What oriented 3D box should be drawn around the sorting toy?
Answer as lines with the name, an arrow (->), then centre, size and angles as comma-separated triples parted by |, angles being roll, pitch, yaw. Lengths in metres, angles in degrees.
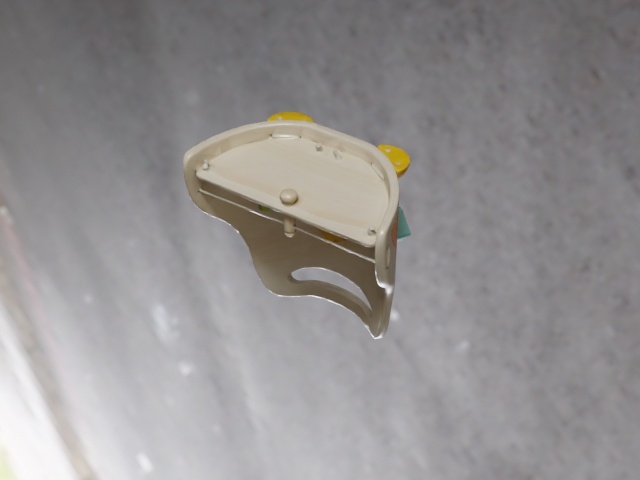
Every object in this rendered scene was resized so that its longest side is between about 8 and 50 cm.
sorting toy -> 0.000, 0.000, 0.690 | 0.083, 0.045, 0.075 | 22, 139, 27
